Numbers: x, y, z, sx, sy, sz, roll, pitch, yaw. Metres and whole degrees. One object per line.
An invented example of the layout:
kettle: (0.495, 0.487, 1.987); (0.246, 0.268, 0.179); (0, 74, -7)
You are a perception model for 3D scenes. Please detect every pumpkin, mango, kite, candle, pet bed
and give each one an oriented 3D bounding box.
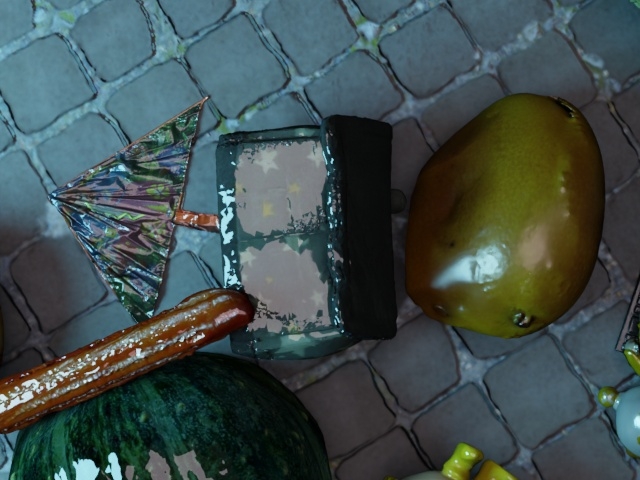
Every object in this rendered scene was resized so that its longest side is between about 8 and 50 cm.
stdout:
pumpkin: (-0.135, 0.232, 1.432); (0.293, 0.197, 0.263); (-15, 90, 0)
mango: (0.185, -0.028, 1.480); (0.136, 0.166, 0.236); (27, 60, -42)
kite: (-0.165, -0.033, 1.534); (0.189, 0.009, 0.232); (11, 87, -1)
candle: (-0.207, 0.114, 1.377); (0.329, 0.048, 0.051); (-24, 56, 8)
pet bed: (0.000, 0.000, 1.455); (0.159, 0.183, 0.211); (-5, 86, 5)

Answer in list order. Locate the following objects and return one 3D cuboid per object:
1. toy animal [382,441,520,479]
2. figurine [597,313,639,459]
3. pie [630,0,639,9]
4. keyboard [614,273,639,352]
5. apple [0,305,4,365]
toy animal: (0.088, 0.291, 1.462); (0.156, 0.156, 0.230); (38, 88, 0)
figurine: (0.320, 0.139, 1.511); (0.101, 0.068, 0.143); (26, 94, 6)
pie: (0.415, -0.261, 1.458); (0.288, 0.103, 0.355); (23, 51, 10)
keyboard: (0.345, 0.020, 1.548); (0.067, 0.011, 0.202); (19, 87, -1)
apple: (-0.385, 0.082, 1.445); (0.209, 0.164, 0.209); (0, 90, -1)
